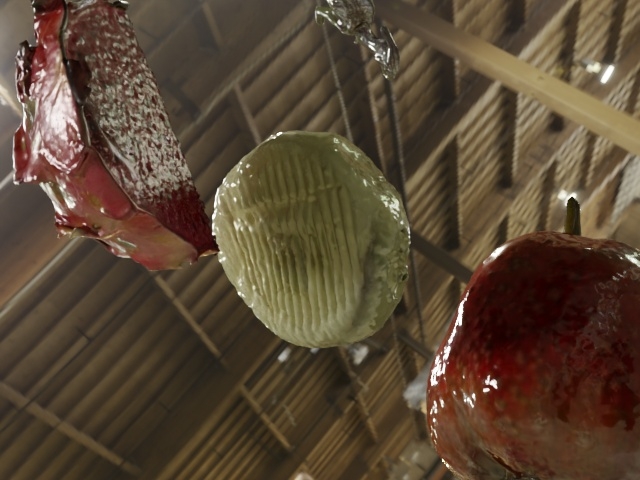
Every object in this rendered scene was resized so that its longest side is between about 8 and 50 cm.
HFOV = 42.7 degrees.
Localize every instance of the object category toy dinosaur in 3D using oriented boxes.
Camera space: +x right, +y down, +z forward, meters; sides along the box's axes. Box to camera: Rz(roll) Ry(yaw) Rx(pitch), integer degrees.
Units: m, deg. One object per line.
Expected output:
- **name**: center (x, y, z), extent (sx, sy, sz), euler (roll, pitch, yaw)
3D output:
- **toy dinosaur**: center (0.029, -0.366, 1.197), extent (0.077, 0.162, 0.294), euler (-49, -61, -11)

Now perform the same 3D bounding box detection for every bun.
- **bun**: center (0.000, 0.000, 0.816), extent (0.134, 0.220, 0.220), euler (-23, -39, -50)

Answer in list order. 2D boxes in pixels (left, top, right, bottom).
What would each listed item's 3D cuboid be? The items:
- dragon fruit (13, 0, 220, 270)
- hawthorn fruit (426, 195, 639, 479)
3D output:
- **dragon fruit**: center (-0.206, -0.088, 0.688), extent (0.126, 0.274, 0.161), euler (-22, -5, 12)
- **hawthorn fruit**: center (0.262, 0.116, 0.885), extent (0.284, 0.285, 0.368), euler (59, -145, -63)
